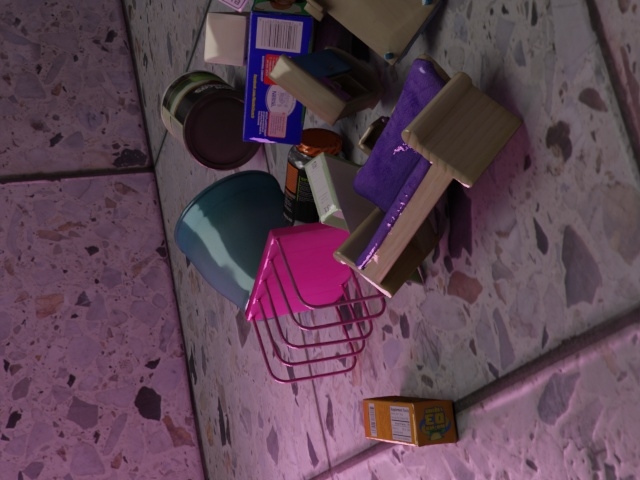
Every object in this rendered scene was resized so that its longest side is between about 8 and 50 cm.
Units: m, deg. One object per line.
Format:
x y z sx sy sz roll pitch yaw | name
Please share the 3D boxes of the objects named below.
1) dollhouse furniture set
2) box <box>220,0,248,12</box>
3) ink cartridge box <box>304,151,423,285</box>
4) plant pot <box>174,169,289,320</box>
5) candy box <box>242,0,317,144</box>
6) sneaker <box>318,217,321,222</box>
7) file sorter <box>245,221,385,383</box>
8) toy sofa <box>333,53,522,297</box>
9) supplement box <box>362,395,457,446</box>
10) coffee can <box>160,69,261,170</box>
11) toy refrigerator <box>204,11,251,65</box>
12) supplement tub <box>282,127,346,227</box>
0.117 -0.330 1.701 0.286 0.198 0.303 39 117 9 | dollhouse furniture set
-0.139 -0.560 1.827 0.290 0.169 0.087 -46 23 43 | box
0.074 -0.027 1.771 0.056 0.171 0.235 -34 58 33 | ink cartridge box
-0.144 0.027 2.301 0.255 0.272 0.271 53 147 29 | plant pot
-0.070 -0.375 1.996 0.317 0.122 0.268 -86 3 -54 | candy box
0.037 -0.056 2.005 0.215 0.084 0.083 -61 38 42 | sneaker
-0.001 0.120 1.983 0.290 0.202 0.182 110 145 -51 | file sorter
0.126 -0.086 1.525 0.177 0.150 0.362 38 148 6 | toy sofa
0.149 0.309 1.793 0.233 0.078 0.080 167 100 -70 | supplement box
-0.278 -0.307 2.626 0.275 0.202 0.201 -137 45 -62 | coffee can
-0.155 -0.432 2.215 0.269 0.094 0.102 -39 -44 -71 | toy refrigerator
-0.012 -0.119 2.060 0.117 0.117 0.190 -121 32 -51 | supplement tub
